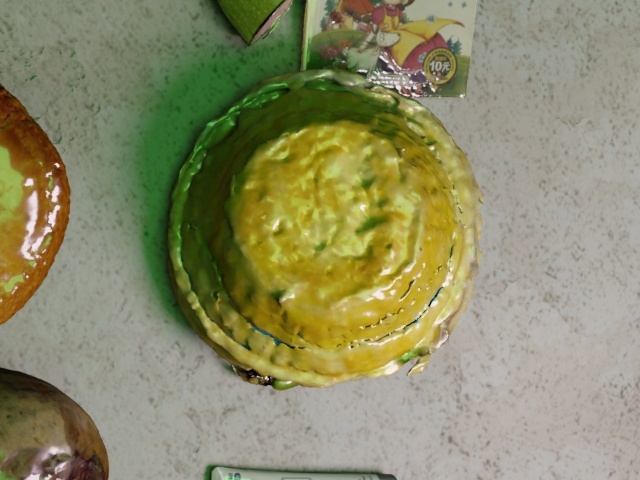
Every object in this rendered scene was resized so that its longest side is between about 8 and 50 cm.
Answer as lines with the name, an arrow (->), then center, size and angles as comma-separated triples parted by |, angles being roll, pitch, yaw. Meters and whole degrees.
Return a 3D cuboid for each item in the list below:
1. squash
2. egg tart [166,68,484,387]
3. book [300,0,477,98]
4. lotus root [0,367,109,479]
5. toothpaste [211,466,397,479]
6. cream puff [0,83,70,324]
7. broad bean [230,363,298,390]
squash -> -0.097, -0.305, 1.745 | 0.132, 0.105, 0.105 | 41, 77, 0
egg tart -> 0.010, -0.014, 1.710 | 0.388, 0.169, 0.388 | 0, 84, -3
book -> 0.092, -0.332, 1.813 | 0.228, 0.018, 0.322 | -2, 105, -23
lotus root -> -0.347, 0.261, 1.573 | 0.272, 0.192, 0.272 | -23, 118, -54
toothpaste -> -0.019, 0.306, 1.821 | 0.239, 0.039, 0.062 | 2, 87, -21
cream puff -> -0.413, -0.035, 1.553 | 0.303, 0.212, 0.303 | -2, 99, -15
broad bean -> 0.032, 0.084, 1.818 | 0.318, 0.056, 0.098 | -34, 121, -18
